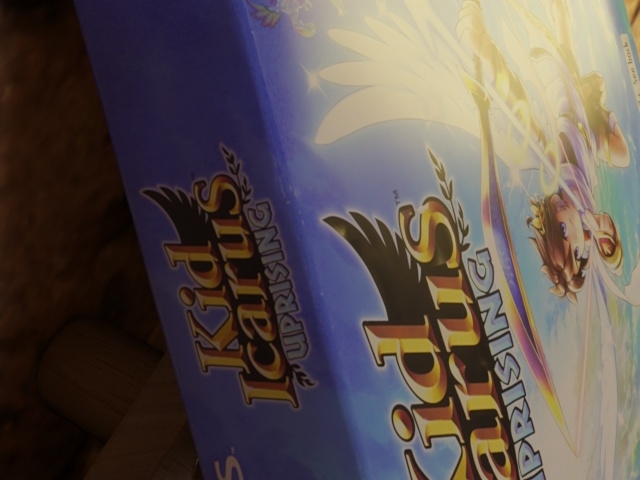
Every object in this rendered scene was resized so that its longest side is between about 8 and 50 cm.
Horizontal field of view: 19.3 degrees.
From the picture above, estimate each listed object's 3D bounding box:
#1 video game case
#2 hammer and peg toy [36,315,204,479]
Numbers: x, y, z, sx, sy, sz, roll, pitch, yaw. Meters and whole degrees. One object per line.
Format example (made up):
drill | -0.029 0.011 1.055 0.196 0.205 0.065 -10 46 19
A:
video game case | 0.039 -0.015 0.610 0.244 0.061 0.270 -18 93 -55
hammer and peg toy | -0.048 0.204 0.731 0.266 0.127 0.361 -57 153 -13
